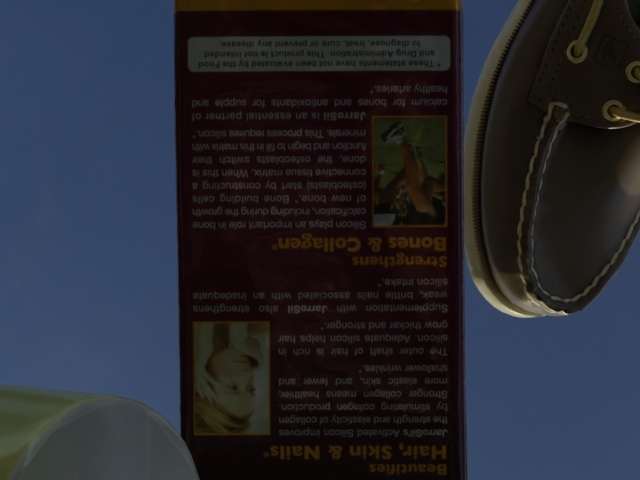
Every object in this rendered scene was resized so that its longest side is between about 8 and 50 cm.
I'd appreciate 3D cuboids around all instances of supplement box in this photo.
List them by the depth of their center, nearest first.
[{"bbox_3d":[0.000,0.000,0.576,0.104,0.081,0.188,-1,-87,0],"label":"supplement box"}]

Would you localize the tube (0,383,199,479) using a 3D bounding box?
[{"bbox_3d":[-0.134,0.065,0.403,0.240,0.070,0.062,-3,-37,40],"label":"tube"}]

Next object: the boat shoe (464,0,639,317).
[{"bbox_3d":[0.170,-0.107,0.817,0.096,0.116,0.324,21,-89,58],"label":"boat shoe"}]
